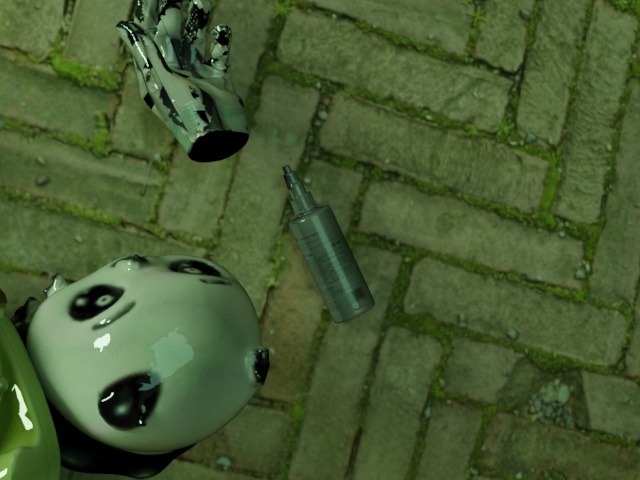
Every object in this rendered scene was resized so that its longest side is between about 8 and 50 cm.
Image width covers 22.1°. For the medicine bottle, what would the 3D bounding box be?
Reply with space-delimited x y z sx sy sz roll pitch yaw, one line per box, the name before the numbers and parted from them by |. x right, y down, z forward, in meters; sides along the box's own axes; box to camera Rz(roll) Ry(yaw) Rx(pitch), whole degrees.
medicine bottle | 0.000 0.000 1.964 0.058 0.058 0.199 -29 97 -26

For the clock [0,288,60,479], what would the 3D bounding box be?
clock | -0.429 0.151 1.618 0.286 0.117 0.348 -25 71 14

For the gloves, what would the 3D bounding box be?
gloves | -0.162 -0.197 1.887 0.128 0.111 0.212 -18 64 -22

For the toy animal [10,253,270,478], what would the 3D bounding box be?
toy animal | -0.187 0.130 1.719 0.251 0.310 0.250 3 82 -24
